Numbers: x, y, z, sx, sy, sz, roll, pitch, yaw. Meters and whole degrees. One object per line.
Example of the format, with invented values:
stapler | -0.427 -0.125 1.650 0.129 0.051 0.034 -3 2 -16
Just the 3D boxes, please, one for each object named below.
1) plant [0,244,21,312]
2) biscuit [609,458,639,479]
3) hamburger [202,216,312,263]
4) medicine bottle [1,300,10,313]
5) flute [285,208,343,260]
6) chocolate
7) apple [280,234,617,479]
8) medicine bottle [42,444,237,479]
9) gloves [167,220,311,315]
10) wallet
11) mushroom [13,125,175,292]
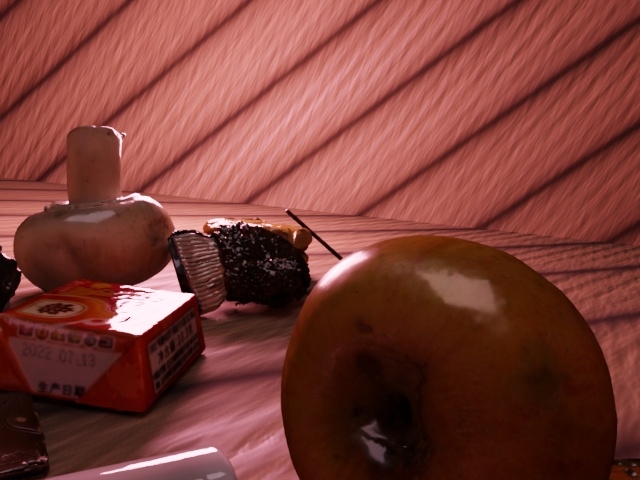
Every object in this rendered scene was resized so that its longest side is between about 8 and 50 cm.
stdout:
plant | -0.507 0.102 0.719 0.164 0.142 0.256 -8 30 39
biscuit | 0.335 0.273 0.470 0.296 0.075 0.296 2 6 0
hamburger | -0.167 0.017 1.431 0.259 0.145 0.283 13 3 36
medicine bottle | -0.587 0.095 0.841 0.215 0.135 0.135 -5 14 -43
flute | 0.000 0.000 1.540 0.269 0.014 0.014 42 -7 -26
chocolate | -0.309 0.138 0.823 0.234 0.108 0.237 8 9 8
apple | 0.115 0.140 0.530 0.299 0.299 0.275 14 0 42
medicine bottle | -0.159 0.224 0.430 0.186 0.103 0.103 -2 12 -31
gloves | -0.150 0.055 1.178 0.312 0.135 0.210 -10 49 -37
wallet | -0.356 0.211 0.623 0.095 0.026 0.176 1 11 -33
mushroom | -0.462 -0.056 1.169 0.314 0.336 0.314 -3 1 0
